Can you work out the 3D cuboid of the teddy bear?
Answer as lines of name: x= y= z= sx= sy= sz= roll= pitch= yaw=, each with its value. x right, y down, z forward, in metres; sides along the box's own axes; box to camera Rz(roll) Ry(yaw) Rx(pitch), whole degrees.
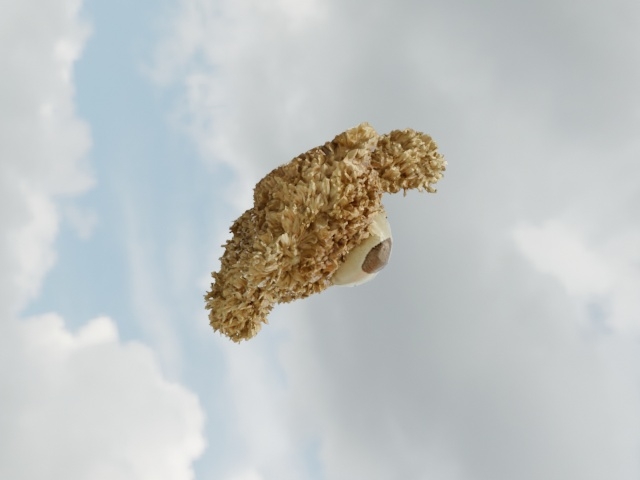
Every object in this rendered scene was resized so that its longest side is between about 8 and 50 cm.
teddy bear: x=0.000 y=0.000 z=1.431 sx=0.113 sy=0.245 sz=0.338 roll=59 pitch=-25 yaw=4
